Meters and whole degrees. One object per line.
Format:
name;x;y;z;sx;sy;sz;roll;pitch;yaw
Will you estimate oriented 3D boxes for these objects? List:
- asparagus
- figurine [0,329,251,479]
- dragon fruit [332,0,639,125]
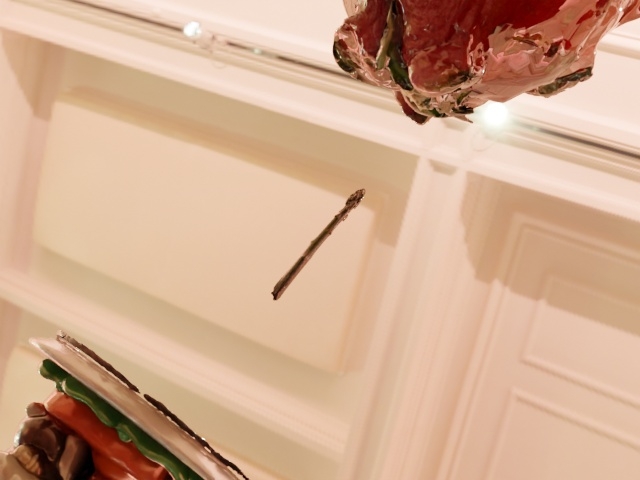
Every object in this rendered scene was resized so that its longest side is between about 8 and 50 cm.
asparagus;0.000;0.000;0.909;0.013;0.166;0.016;32;-33;11
figurine;-0.118;0.135;0.405;0.132;0.132;0.153;31;-108;23
dragon fruit;0.114;-0.157;0.576;0.198;0.269;0.200;21;-85;23
